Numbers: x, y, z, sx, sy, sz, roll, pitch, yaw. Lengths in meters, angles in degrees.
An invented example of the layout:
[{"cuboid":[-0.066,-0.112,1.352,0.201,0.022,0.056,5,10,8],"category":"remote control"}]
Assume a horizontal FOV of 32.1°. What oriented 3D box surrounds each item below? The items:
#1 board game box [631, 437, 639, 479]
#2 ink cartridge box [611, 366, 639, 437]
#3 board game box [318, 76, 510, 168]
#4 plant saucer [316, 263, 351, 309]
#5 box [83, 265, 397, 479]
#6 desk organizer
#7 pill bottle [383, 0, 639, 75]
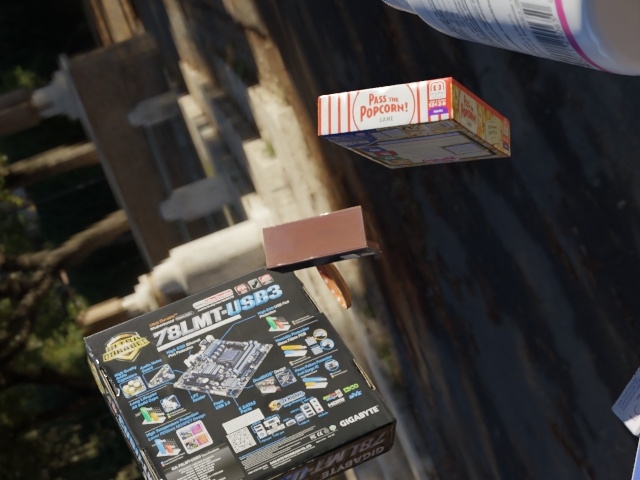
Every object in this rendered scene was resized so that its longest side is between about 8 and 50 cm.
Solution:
[{"cuboid":[0.504,0.359,1.595,0.233,0.078,0.347,-4,-75,-61],"category":"board game box"},{"cuboid":[0.502,0.179,1.279,0.311,0.186,0.065,24,-166,-25],"category":"ink cartridge box"},{"cuboid":[0.104,-0.120,1.185,0.193,0.146,0.045,16,-108,-63],"category":"board game box"},{"cuboid":[0.015,0.047,1.375,0.083,0.013,0.083,57,171,14],"category":"plant saucer"},{"cuboid":[-0.103,0.187,1.380,0.293,0.295,0.073,52,154,36],"category":"box"},{"cuboid":[0.000,0.000,1.293,0.047,0.130,0.050,19,-118,-65],"category":"desk organizer"},{"cuboid":[0.157,-0.227,0.851,0.283,0.160,0.160,29,143,53],"category":"pill bottle"}]
